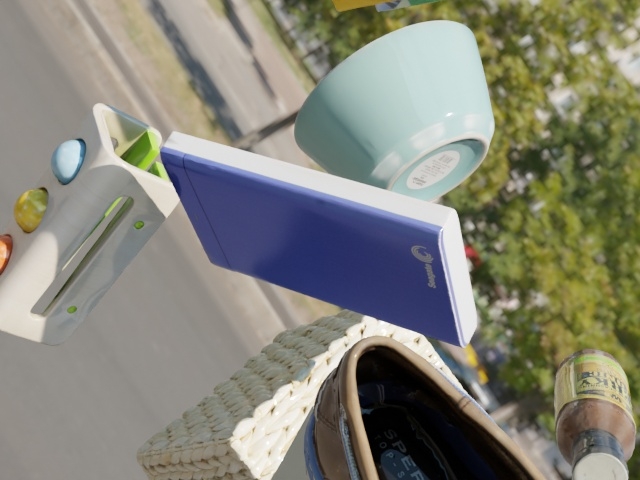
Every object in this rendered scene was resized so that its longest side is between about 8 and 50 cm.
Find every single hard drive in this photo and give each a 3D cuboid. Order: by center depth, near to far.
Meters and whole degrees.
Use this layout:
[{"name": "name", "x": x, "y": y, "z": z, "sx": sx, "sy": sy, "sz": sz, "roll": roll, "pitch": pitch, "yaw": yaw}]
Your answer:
[{"name": "hard drive", "x": 0.000, "y": 0.000, "z": 1.269, "sx": 0.319, "sy": 0.040, "sz": 0.210, "roll": 17, "pitch": -30, "yaw": 25}]

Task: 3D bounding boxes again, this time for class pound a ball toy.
[{"name": "pound a ball toy", "x": -0.328, "y": -0.029, "z": 1.481, "sx": 0.136, "sy": 0.319, "sz": 0.208, "roll": 25, "pitch": 28, "yaw": -37}]

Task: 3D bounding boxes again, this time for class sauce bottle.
[{"name": "sauce bottle", "x": 0.378, "y": 0.253, "z": 1.670, "sx": 0.111, "sy": 0.111, "sz": 0.344, "roll": 57, "pitch": 16, "yaw": -8}]

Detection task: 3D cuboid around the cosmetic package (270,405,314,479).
[{"name": "cosmetic package", "x": 0.002, "y": 0.302, "z": 0.963, "sx": 0.160, "sy": 0.309, "sz": 0.113, "roll": 21, "pitch": 12, "yaw": -28}]

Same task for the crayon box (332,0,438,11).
[{"name": "crayon box", "x": 0.073, "y": -0.340, "z": 1.135, "sx": 0.323, "sy": 0.203, "sz": 0.083, "roll": 61, "pitch": 38, "yaw": -36}]

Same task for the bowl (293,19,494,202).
[{"name": "bowl", "x": 0.134, "y": -0.162, "z": 1.799, "sx": 0.163, "sy": 0.312, "sz": 0.311, "roll": 60, "pitch": 4, "yaw": 23}]

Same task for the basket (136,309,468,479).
[{"name": "basket", "x": -0.006, "y": 0.277, "z": 1.571, "sx": 0.266, "sy": 0.328, "sz": 0.331, "roll": 55, "pitch": -31, "yaw": -6}]

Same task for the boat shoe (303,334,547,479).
[{"name": "boat shoe", "x": 0.051, "y": 0.103, "z": 0.327, "sx": 0.183, "sy": 0.066, "sz": 0.066, "roll": 48, "pitch": -22, "yaw": 29}]
